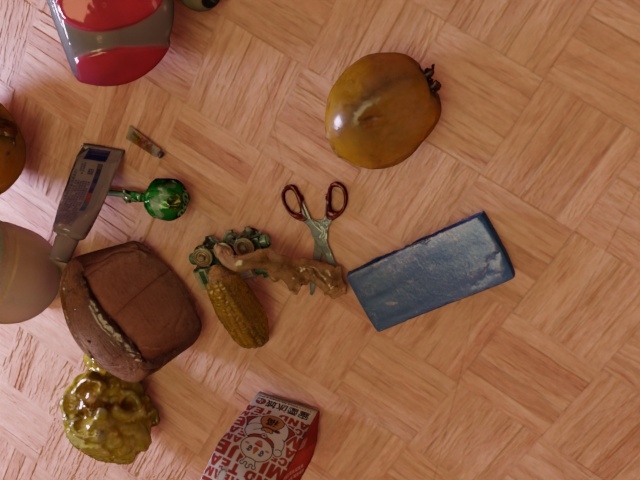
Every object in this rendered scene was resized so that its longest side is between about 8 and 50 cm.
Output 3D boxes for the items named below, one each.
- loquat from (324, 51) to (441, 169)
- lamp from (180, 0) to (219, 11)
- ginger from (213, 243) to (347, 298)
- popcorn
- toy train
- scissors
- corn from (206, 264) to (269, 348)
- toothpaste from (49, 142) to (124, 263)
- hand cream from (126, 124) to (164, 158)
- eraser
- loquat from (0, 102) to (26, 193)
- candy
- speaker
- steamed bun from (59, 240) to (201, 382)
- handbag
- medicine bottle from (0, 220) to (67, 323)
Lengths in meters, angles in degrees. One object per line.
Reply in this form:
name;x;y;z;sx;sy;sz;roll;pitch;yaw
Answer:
loquat;0.114;-0.231;1.144;0.234;0.176;0.187;-41;133;9
lamp;-0.261;-0.510;1.241;0.163;0.091;0.091;40;117;20
ginger;-0.081;0.062;1.323;0.288;0.075;0.089;12;113;-12
popcorn;-0.521;0.413;1.559;0.173;0.225;0.286;-12;104;20
toy train;-0.188;0.043;1.399;0.194;0.081;0.125;-13;112;19
scissors;0.000;0.000;1.348;0.144;0.017;0.248;-1;108;21
corn;-0.176;0.148;1.376;0.097;0.097;0.262;0;140;20
toothpaste;-0.528;-0.084;1.420;0.099;0.068;0.282;20;72;-13
hand cream;-0.387;-0.213;1.415;0.102;0.022;0.035;35;121;11
eraser;0.213;0.067;1.277;0.312;0.042;0.144;-26;97;25
loquat;-0.796;-0.210;1.435;0.274;0.275;0.275;6;109;18
candy;-0.435;-0.100;1.449;0.323;0.097;0.097;7;110;26
speaker;-0.410;-0.433;1.207;0.294;0.294;0.294;6;109;18
steamed bun;-0.445;0.165;1.451;0.199;0.251;0.301;-36;89;37
handbag;-0.124;0.474;1.393;0.171;0.298;0.151;14;111;15
medicine bottle;-0.756;0.068;1.470;0.235;0.406;0.236;-13;67;34
